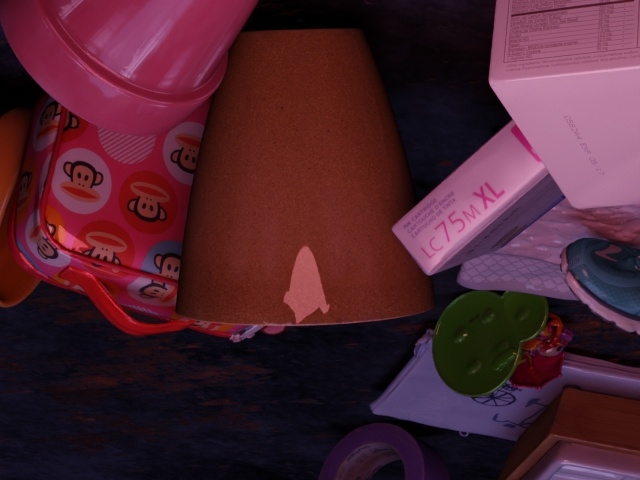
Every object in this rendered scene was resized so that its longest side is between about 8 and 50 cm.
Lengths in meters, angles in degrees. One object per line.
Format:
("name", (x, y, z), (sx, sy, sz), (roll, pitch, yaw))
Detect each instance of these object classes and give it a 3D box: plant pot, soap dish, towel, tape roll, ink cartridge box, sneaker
("plant pot", (-0.375, -0.057, 1.913), (0.188, 0.205, 0.205), (20, 158, 11))
("soap dish", (0.377, 0.299, 2.461), (0.229, 0.118, 0.291), (11, 155, -7))
("plant pot", (-0.133, -0.213, 1.490), (0.201, 0.201, 0.180), (23, 137, -31))
("plant pot", (-0.016, -0.063, 1.659), (0.237, 0.254, 0.237), (-1, -173, 0))
("towel", (0.320, -0.007, 1.963), (0.332, 0.053, 0.317), (7, 156, -1))
("tape roll", (0.092, 0.369, 2.706), (0.189, 0.189, 0.080), (-9, 150, 34))
("ink cartridge box", (0.186, -0.059, 1.658), (0.186, 0.065, 0.311), (-42, 169, 17))
("sneaker", (0.374, 0.034, 1.891), (0.275, 0.107, 0.110), (10, 138, -19))

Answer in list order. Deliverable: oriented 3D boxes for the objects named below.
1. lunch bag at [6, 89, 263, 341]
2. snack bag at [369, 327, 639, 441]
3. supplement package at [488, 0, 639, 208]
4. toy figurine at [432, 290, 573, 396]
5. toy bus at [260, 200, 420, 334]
("lunch bag", (-0.153, -0.026, 1.810), (0.293, 0.258, 0.120), (20, 153, -24))
("snack bag", (0.257, 0.205, 2.477), (0.343, 0.037, 0.323), (11, 155, -9))
("supplement package", (0.253, -0.188, 1.314), (0.198, 0.262, 0.199), (-4, 154, 24))
("toy figurine", (0.250, 0.124, 2.246), (0.173, 0.130, 0.159), (-39, 148, 27))
("toy bus", (0.005, 0.001, 1.984), (0.202, 0.191, 0.104), (-13, 117, 48))
